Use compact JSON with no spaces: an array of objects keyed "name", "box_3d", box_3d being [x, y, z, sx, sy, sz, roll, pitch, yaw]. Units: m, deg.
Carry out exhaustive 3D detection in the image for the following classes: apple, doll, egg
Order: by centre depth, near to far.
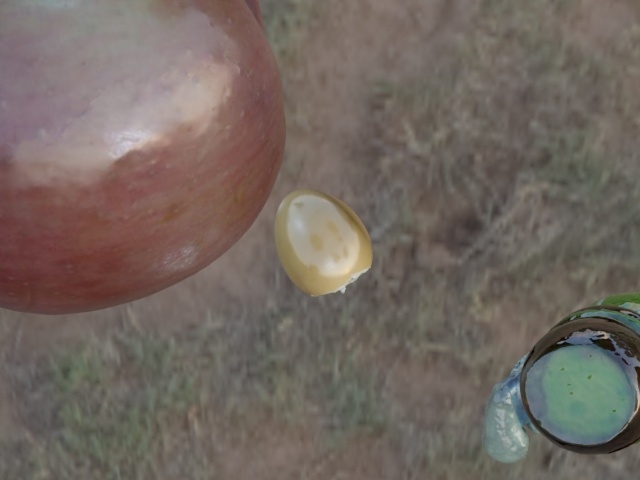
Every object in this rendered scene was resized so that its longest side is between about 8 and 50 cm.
[{"name":"apple","box_3d":[-0.147,-0.106,1.108,0.235,0.306,0.306,-16,58,2]},{"name":"egg","box_3d":[0.000,0.000,1.631,0.080,0.080,0.096,-27,92,-17]},{"name":"doll","box_3d":[0.234,0.127,1.773,0.214,0.103,0.071,-35,30,7]}]

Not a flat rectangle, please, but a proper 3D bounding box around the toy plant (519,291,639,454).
[{"name":"toy plant","box_3d":[0.191,0.082,1.214,0.093,0.093,0.162,32,20,19]}]
